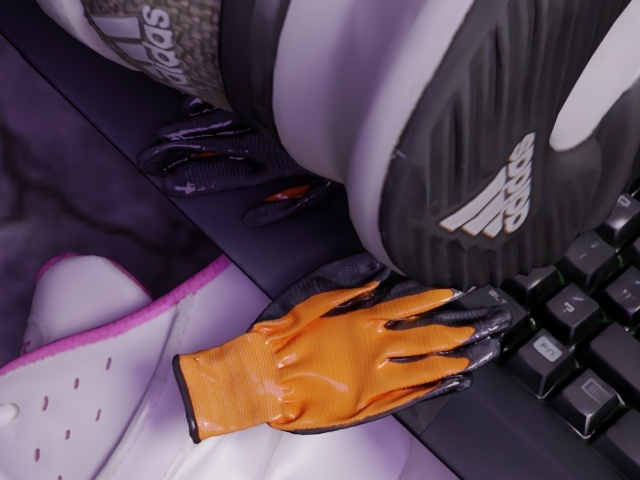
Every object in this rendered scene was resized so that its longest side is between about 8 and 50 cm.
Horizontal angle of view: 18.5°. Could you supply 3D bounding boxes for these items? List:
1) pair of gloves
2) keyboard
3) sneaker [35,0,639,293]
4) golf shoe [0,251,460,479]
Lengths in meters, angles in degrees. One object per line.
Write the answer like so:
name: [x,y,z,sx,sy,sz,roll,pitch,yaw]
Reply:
pair of gloves: [0.000,0.000,0.424,0.074,0.010,0.083,-12,72,6]
keyboard: [0.084,-0.025,0.460,0.317,0.033,0.201,43,62,16]
sneaker: [0.058,-0.218,0.450,0.257,0.169,0.447,33,64,20]
golf shoe: [-0.049,0.091,0.478,0.140,0.115,0.306,42,77,4]
